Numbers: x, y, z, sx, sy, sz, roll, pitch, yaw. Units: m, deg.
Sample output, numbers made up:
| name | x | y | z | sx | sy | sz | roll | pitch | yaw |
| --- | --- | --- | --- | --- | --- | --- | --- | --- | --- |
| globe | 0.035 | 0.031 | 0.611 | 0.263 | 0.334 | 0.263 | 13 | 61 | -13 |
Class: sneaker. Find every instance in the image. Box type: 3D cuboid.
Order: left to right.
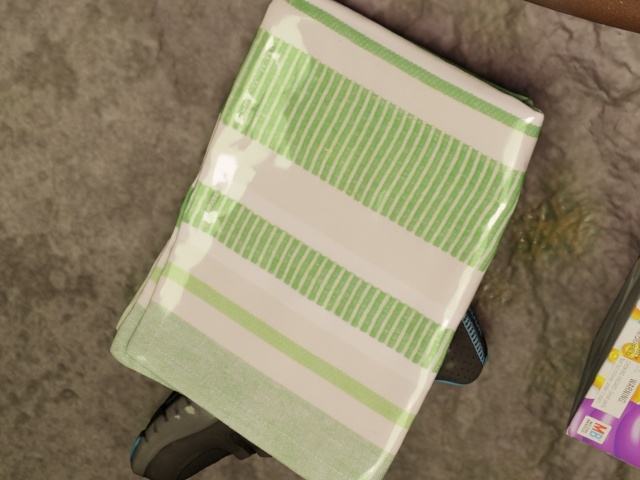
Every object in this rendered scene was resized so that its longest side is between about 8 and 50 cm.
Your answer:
| name | x | y | z | sx | sy | sz | roll | pitch | yaw |
| --- | --- | --- | --- | --- | --- | --- | --- | --- | --- |
| sneaker | -0.019 | 0.130 | 1.252 | 0.341 | 0.125 | 0.139 | -36 | 99 | 30 |

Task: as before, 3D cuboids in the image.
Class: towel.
| name | x | y | z | sx | sy | sz | roll | pitch | yaw |
| --- | --- | --- | --- | --- | --- | --- | --- | --- | --- |
| towel | 0.000 | 0.000 | 1.140 | 0.248 | 0.038 | 0.325 | 30 | 102 | 20 |

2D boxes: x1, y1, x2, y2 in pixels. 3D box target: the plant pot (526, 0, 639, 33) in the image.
| name | x | y | z | sx | sy | sz | roll | pitch | yaw |
| --- | --- | --- | --- | --- | --- | --- | --- | --- | --- |
| plant pot | 0.167 | -0.230 | 0.976 | 0.230 | 0.215 | 0.215 | 6 | 118 | 32 |

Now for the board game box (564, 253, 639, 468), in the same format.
| name | x | y | z | sx | sy | sz | roll | pitch | yaw |
| --- | --- | --- | --- | --- | --- | --- | --- | --- | --- |
| board game box | 0.339 | 0.113 | 1.107 | 0.275 | 0.144 | 0.142 | 25 | 121 | 5 |
